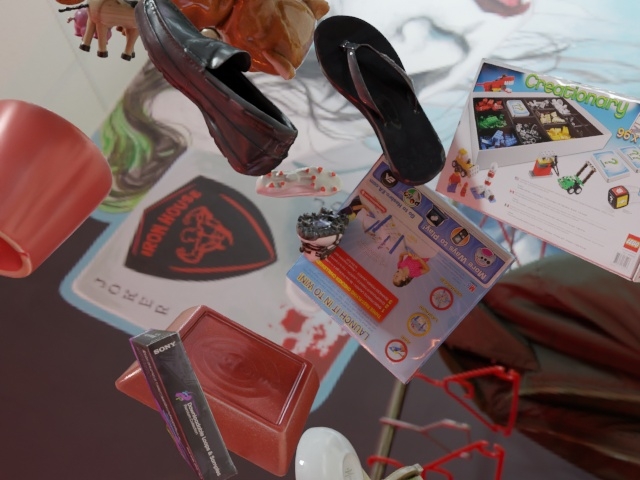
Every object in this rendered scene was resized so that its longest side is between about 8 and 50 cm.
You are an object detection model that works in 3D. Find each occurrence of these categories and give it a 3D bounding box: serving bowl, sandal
[{"bbox_3d":[0.013,0.184,0.537,0.083,0.027,0.083,47,-148,-43],"label":"serving bowl"},{"bbox_3d":[0.084,-0.192,0.901,0.097,0.254,0.054,-33,-6,-10],"label":"sandal"}]

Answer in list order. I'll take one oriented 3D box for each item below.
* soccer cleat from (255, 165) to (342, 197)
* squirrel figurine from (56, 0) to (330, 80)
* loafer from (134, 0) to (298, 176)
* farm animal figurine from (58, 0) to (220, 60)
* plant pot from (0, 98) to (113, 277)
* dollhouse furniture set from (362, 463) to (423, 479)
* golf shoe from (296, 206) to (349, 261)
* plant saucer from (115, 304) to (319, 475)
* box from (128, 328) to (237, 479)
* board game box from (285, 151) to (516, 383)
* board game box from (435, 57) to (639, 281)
[{"bbox_3d":[-0.048,-0.126,1.540,0.076,0.196,0.068,147,120,-64],"label":"soccer cleat"},{"bbox_3d":[-0.134,-0.421,1.062,0.370,0.397,0.281,39,-128,-19],"label":"squirrel figurine"},{"bbox_3d":[-0.102,-0.167,0.698,0.078,0.223,0.076,-42,-10,29],"label":"loafer"},{"bbox_3d":[-0.299,-0.441,1.347,0.330,0.326,0.172,-103,29,-64],"label":"farm animal figurine"},{"bbox_3d":[-0.566,-0.082,1.305,0.275,0.275,0.243,77,-153,-50],"label":"plant pot"},{"bbox_3d":[0.029,0.260,0.614,0.161,0.182,0.101,-7,-47,-42],"label":"dollhouse furniture set"},{"bbox_3d":[0.000,0.000,1.203,0.094,0.077,0.198,-68,-13,12],"label":"golf shoe"},{"bbox_3d":[-0.128,0.196,1.029,0.048,0.258,0.259,-63,-2,20],"label":"plant saucer"},{"bbox_3d":[-0.119,0.131,0.578,0.116,0.029,0.162,67,158,-2],"label":"box"},{"bbox_3d":[0.147,0.050,1.302,0.302,0.308,0.086,-51,-14,11],"label":"board game box"},{"bbox_3d":[0.296,-0.098,0.867,0.053,0.305,0.193,4,-70,-43],"label":"board game box"}]
